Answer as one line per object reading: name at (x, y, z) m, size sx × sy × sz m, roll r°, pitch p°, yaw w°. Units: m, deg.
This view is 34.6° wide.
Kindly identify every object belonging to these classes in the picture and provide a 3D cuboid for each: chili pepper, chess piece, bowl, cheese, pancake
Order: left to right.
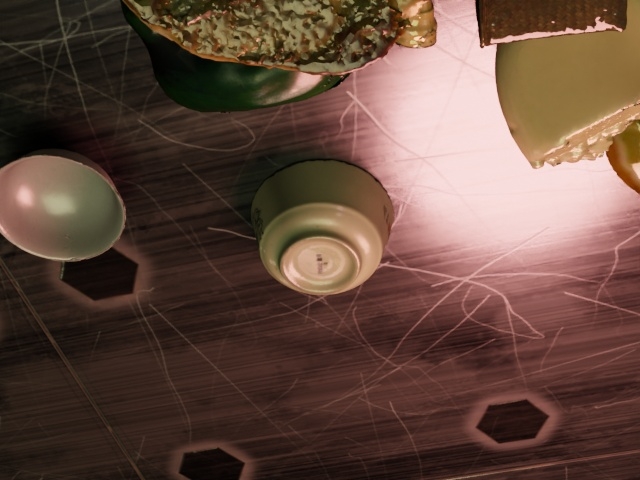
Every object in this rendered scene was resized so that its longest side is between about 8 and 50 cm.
bowl at (-0.358, -0.068, 1.422) m, size 0.189 × 0.086 × 0.189 m, roll -1°, pitch 132°, yaw -1°
chili pepper at (-0.084, -0.273, 1.150) m, size 0.257 × 0.233 × 0.248 m, roll -13°, pitch 115°, yaw 21°
pancake at (-0.038, -0.323, 0.972) m, size 0.356 × 0.065 × 0.356 m, roll -1°, pitch 105°, yaw -4°
bowl at (0.000, 0.000, 1.460) m, size 0.211 × 0.112 × 0.211 m, roll 2°, pitch 132°, yaw 2°
chess piece at (0.117, -0.314, 1.215) m, size 0.060 × 0.060 × 0.172 m, roll 2°, pitch 129°, yaw 0°
cheese at (0.334, -0.198, 1.193) m, size 0.266 × 0.127 × 0.233 m, roll -23°, pitch 89°, yaw 38°

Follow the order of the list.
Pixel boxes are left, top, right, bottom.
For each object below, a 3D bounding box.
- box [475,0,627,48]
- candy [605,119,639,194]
box at (0.216, -0.343, 1.038) m, size 0.143 × 0.273 × 0.184 m, roll -6°, pitch 132°, yaw 7°
candy at (0.481, -0.162, 1.300) m, size 0.260 × 0.118 × 0.259 m, roll 1°, pitch 129°, yaw 1°
